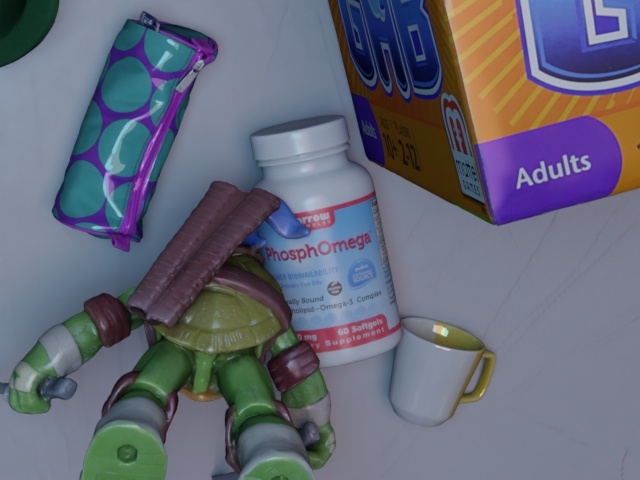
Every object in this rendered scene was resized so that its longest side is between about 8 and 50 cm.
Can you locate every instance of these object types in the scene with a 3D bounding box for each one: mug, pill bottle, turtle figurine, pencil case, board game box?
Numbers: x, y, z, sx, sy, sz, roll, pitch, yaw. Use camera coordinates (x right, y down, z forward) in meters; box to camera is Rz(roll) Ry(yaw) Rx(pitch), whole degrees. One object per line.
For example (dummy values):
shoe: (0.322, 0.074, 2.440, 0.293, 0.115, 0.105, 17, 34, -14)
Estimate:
mug: (0.084, 0.096, 1.387, 0.078, 0.062, 0.064, 15, 103, -5)
pill bottle: (0.000, 0.000, 1.343, 0.087, 0.087, 0.160, -13, 100, -8)
turtle figurine: (-0.088, 0.120, 1.242, 0.274, 0.266, 0.198, -40, 110, 14)
pencil case: (-0.123, -0.074, 1.322, 0.064, 0.070, 0.152, 16, 98, -48)
board game box: (0.189, -0.243, 1.204, 0.356, 0.356, 0.356, -15, 100, -8)

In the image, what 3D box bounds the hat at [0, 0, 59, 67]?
hat: (-0.222, -0.238, 1.303, 0.208, 0.183, 0.173, -24, 124, 37)
